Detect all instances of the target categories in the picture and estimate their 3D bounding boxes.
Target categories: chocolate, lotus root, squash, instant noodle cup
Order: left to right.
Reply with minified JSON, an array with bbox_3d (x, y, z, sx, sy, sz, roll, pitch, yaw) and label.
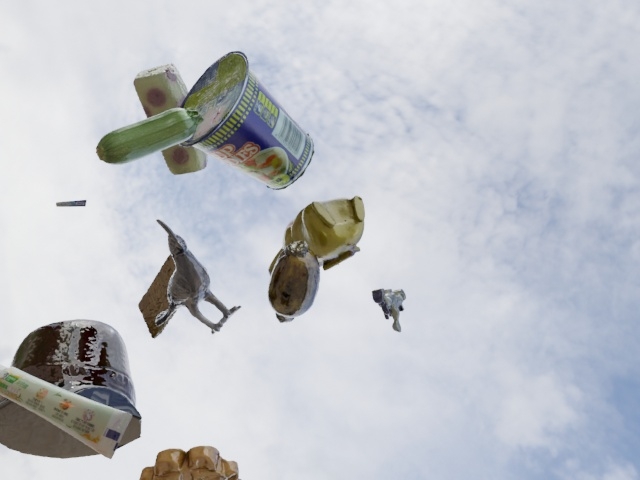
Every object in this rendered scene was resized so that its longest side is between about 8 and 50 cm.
[{"bbox_3d":[-0.688,0.388,1.391,0.383,0.384,0.331,-50,-148,33],"label":"chocolate"},{"bbox_3d":[-0.335,-0.208,0.979,0.068,0.219,0.077,58,-22,8],"label":"squash"},{"bbox_3d":[-0.185,-0.296,1.338,0.284,0.312,0.284,-22,-128,32],"label":"instant noodle cup"},{"bbox_3d":[-0.058,0.099,1.086,0.120,0.120,0.209,26,-60,24],"label":"lotus root"}]

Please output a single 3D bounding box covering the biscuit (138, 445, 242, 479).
[{"bbox_3d":[-0.234,0.464,0.912,0.202,0.044,0.288,2,-47,-11],"label":"biscuit"}]

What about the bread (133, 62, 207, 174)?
[{"bbox_3d":[-0.481,-0.396,1.620,0.155,0.187,0.338,-18,-59,-7],"label":"bread"}]

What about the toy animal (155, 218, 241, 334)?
[{"bbox_3d":[-0.278,0.123,1.083,0.206,0.081,0.367,33,-42,11],"label":"toy animal"}]

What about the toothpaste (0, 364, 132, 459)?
[{"bbox_3d":[-0.490,0.294,0.897,0.314,0.056,0.058,19,-62,14],"label":"toothpaste"}]

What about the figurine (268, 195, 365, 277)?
[{"bbox_3d":[0.003,-0.003,1.298,0.327,0.218,0.169,-30,-110,60],"label":"figurine"}]

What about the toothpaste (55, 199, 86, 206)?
[{"bbox_3d":[-0.721,-0.106,1.428,0.015,0.083,0.024,93,-8,-62],"label":"toothpaste"}]

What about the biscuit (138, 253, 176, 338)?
[{"bbox_3d":[-0.432,0.152,1.375,0.237,0.026,0.131,-51,-121,23],"label":"biscuit"}]

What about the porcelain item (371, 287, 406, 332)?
[{"bbox_3d":[0.124,0.119,0.837,0.021,0.136,0.075,-19,-104,23],"label":"porcelain item"}]
